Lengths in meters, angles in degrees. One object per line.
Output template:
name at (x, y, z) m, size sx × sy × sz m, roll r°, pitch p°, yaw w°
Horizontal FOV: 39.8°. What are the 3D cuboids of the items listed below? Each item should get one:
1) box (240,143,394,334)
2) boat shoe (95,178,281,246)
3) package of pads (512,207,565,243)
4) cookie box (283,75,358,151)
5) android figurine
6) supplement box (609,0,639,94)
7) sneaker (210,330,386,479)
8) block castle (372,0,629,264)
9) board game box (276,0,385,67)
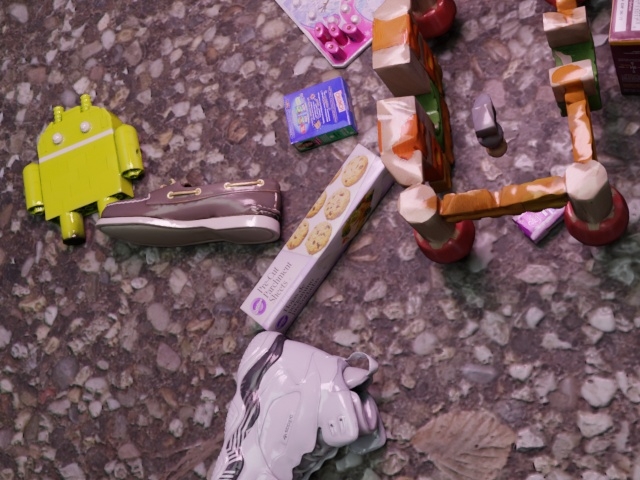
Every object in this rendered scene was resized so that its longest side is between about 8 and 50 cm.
box at (0.000, 0.000, 1.395) m, size 0.067 × 0.063 × 0.324 m, roll 38°, pitch 93°, yaw 27°
boat shoe at (-0.219, -0.050, 1.475) m, size 0.325 × 0.116 × 0.096 m, roll -1°, pitch 72°, yaw 18°
package of pads at (0.325, -0.041, 1.286) m, size 0.083 × 0.032 × 0.050 m, roll -44°, pitch 62°, yaw 7°
cookie box at (0.000, -0.208, 1.460) m, size 0.107 × 0.040 × 0.091 m, roll -16°, pitch 71°, yaw 19°
android figurine at (-0.435, -0.135, 1.619) m, size 0.248 × 0.056 × 0.272 m, roll -17°, pitch 72°, yaw 18°
supplement box at (0.447, -0.280, 1.208) m, size 0.081 × 0.188 × 0.104 m, roll 4°, pitch 78°, yaw 25°
sneaker at (-0.032, 0.319, 1.284) m, size 0.210 × 0.137 × 0.365 m, roll 3°, pitch 75°, yaw 26°
block castle at (0.252, -0.204, 1.256) m, size 0.303 × 0.213 × 0.453 m, roll -9°, pitch 71°, yaw 20°
board game box at (0.060, -0.553, 1.519) m, size 0.390 × 0.050 × 0.390 m, roll -41°, pitch 65°, yaw 8°
